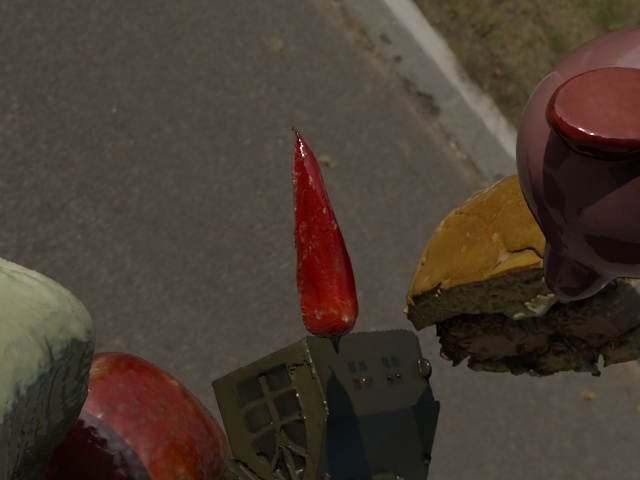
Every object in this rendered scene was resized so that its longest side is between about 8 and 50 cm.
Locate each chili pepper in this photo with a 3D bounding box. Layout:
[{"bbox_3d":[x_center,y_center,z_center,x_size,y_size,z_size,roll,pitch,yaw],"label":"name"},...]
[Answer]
[{"bbox_3d":[0.000,0.000,0.893,0.027,0.045,0.178,179,-98,-83],"label":"chili pepper"}]

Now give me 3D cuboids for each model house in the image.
[{"bbox_3d":[0.009,0.238,1.182,0.211,0.204,0.243,2,64,-53],"label":"model house"}]

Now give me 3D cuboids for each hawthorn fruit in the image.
[{"bbox_3d":[-0.252,0.240,1.313,0.300,0.254,0.254,39,31,9],"label":"hawthorn fruit"}]

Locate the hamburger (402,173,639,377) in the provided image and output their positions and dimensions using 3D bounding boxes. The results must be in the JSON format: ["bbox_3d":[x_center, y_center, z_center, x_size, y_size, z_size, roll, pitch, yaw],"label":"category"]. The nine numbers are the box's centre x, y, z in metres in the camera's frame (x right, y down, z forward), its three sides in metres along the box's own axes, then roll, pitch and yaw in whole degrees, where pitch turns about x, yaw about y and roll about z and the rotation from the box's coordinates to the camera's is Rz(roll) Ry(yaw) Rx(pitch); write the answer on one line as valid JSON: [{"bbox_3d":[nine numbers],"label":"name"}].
[{"bbox_3d":[0.219,0.017,1.036,0.155,0.282,0.245,45,1,-31],"label":"hamburger"}]

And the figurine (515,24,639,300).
[{"bbox_3d":[0.210,-0.055,0.759,0.173,0.173,0.173,33,40,-33],"label":"figurine"}]

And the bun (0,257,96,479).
[{"bbox_3d":[-0.358,0.175,0.994,0.219,0.365,0.365,28,34,6],"label":"bun"}]
